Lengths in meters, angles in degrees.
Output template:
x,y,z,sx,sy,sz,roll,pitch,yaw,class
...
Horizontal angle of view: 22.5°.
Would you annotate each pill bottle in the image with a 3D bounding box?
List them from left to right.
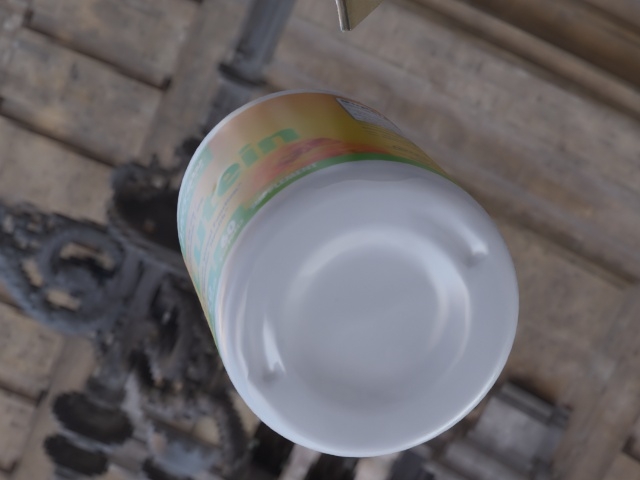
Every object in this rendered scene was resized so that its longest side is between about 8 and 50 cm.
x,y,z,sx,sy,sz,roll,pitch,yaw,class
0.000,0.000,0.811,0.136,0.136,0.245,17,-168,-16,pill bottle

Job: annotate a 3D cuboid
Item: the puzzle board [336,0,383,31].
x,y,z,sx,sy,sz,roll,pitch,yaw,class
0.021,-0.178,0.905,0.011,0.096,0.128,-4,-161,18,puzzle board
